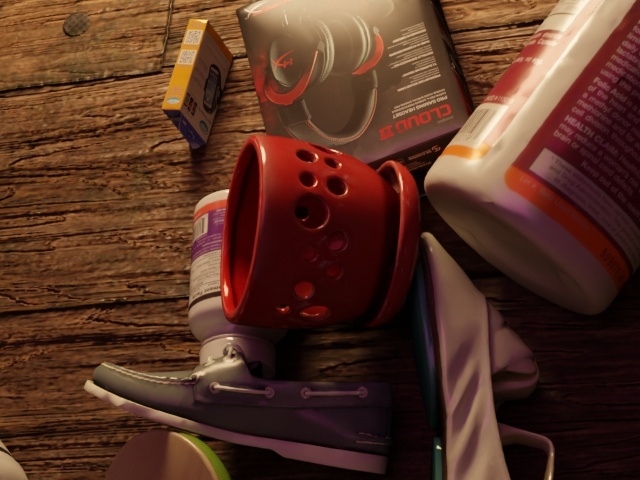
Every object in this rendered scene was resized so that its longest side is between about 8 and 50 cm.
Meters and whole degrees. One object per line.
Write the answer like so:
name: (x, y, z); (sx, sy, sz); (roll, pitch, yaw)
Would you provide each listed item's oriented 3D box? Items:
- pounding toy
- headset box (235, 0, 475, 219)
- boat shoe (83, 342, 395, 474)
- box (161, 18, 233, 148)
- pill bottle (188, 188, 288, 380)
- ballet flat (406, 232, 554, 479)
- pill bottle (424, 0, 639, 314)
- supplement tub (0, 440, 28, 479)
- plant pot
pounding toy: (-0.140, 0.294, 1.895); (0.237, 0.110, 0.183); (-39, 63, 34)
headset box: (0.049, -0.152, 2.031); (0.218, 0.110, 0.293); (-20, 58, 10)
boat shoe: (-0.078, 0.157, 1.888); (0.319, 0.116, 0.099); (13, 85, 9)
box: (-0.142, -0.175, 2.137); (0.028, 0.081, 0.136); (7, 66, 24)
pill bottle: (-0.085, 0.052, 1.979); (0.108, 0.108, 0.193); (-8, 62, 18)
ballet flat: (0.158, 0.177, 1.818); (0.139, 0.139, 0.400); (-12, 60, 15)
pill bottle: (0.302, -0.141, 1.858); (0.224, 0.224, 0.392); (33, 79, 32)
supplement tub: (-0.423, 0.251, 1.959); (0.191, 0.191, 0.272); (-42, 56, -3)
plant pot: (0.000, 0.000, 1.858); (0.174, 0.191, 0.191); (9, 62, -13)
